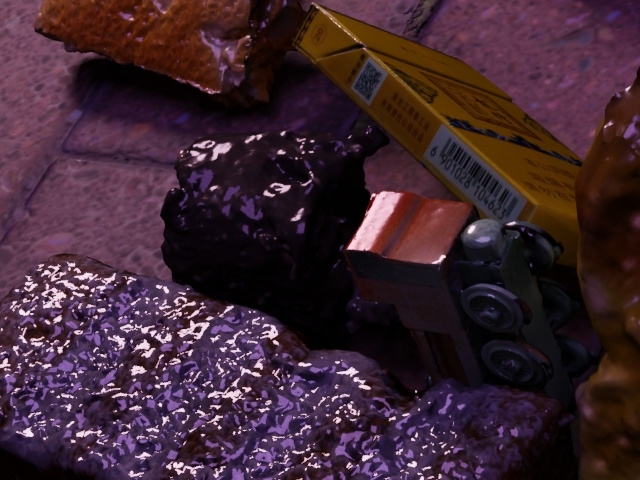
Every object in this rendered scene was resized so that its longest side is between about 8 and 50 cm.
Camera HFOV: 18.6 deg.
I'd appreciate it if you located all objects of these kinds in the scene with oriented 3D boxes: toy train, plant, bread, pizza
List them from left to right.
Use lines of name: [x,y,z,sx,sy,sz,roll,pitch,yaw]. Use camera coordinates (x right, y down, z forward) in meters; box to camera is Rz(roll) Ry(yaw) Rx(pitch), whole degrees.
pizza: [-0.088,-0.196,1.531,0.289,0.081,0.228,-37,66,23]
bread: [-0.055,0.124,1.208,0.416,0.113,0.165,16,53,34]
plant: [0.000,0.000,1.291,0.203,0.131,0.142,8,48,9]
toy train: [0.094,0.050,1.174,0.118,0.176,0.074,8,50,30]

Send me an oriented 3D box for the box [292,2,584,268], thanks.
box: [0.109,-0.064,1.307,0.279,0.153,0.041,47,114,44]

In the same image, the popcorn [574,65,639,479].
popcorn: [0.288,0.044,1.056,0.290,0.321,0.326,-28,58,-31]
